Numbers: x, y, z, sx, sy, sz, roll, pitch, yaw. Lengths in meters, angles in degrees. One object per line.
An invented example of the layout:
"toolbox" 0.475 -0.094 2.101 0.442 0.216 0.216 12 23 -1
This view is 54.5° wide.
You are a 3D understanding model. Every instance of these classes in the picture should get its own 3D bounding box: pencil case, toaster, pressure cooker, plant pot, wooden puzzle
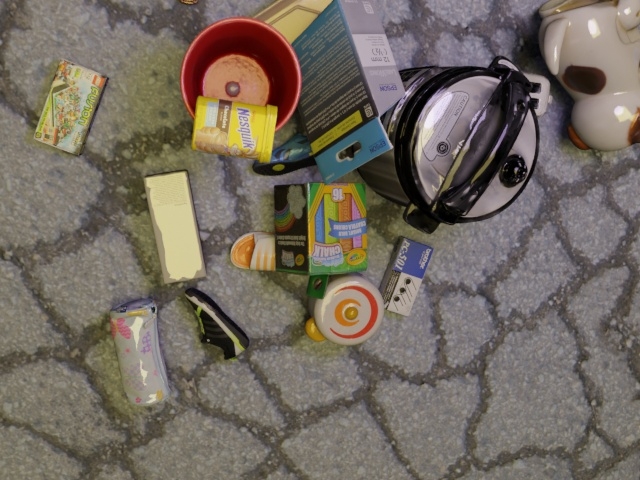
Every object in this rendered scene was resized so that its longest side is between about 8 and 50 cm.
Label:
"pencil case" -0.460 0.285 1.598 0.124 0.113 0.272 -4 101 8
"toaster" 0.499 -0.388 1.660 0.227 0.146 0.129 5 97 -12
"pressure cooker" 0.308 -0.237 1.486 0.376 0.420 0.369 -17 110 -16
"plant pot" -0.197 -0.369 1.478 0.275 0.243 0.274 -2 100 -11
"wooden puzzle" -0.033 -0.505 1.568 0.221 0.044 0.238 -32 108 3

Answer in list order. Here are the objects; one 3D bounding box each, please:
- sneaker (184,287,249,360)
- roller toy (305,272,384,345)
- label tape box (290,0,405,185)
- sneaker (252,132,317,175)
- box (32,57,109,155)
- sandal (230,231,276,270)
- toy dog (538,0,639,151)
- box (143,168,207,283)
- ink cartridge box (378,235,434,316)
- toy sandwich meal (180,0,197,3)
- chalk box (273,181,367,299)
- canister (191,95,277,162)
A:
"sneaker" -0.289 0.230 1.638 0.097 0.084 0.234 -42 104 -1
"roller toy" 0.066 0.179 1.667 0.210 0.146 0.191 6 97 -11
"label tape box" 0.061 -0.332 1.414 0.115 0.249 0.347 -16 84 -37
"sneaker" -0.079 -0.229 1.624 0.210 0.069 0.082 -15 69 0
"box" -0.606 -0.324 1.512 0.114 0.036 0.206 20 95 -14
"sandal" -0.104 0.031 1.646 0.266 0.076 0.101 0 99 -11
"toy dog" 0.738 -0.430 1.596 0.395 0.285 0.407 -46 118 -42
"box" -0.366 -0.037 1.575 0.113 0.094 0.274 -9 101 -9
"ink cartridge box" 0.233 0.100 1.738 0.097 0.046 0.207 19 95 -15
"toy sandwich meal" -0.326 -0.624 1.521 0.086 0.029 0.085 -2 99 -11
"chalk box" 0.000 0.000 1.569 0.179 0.180 0.288 -3 94 -31
"canister" -0.187 -0.240 1.340 0.170 0.073 0.126 7 99 -10
